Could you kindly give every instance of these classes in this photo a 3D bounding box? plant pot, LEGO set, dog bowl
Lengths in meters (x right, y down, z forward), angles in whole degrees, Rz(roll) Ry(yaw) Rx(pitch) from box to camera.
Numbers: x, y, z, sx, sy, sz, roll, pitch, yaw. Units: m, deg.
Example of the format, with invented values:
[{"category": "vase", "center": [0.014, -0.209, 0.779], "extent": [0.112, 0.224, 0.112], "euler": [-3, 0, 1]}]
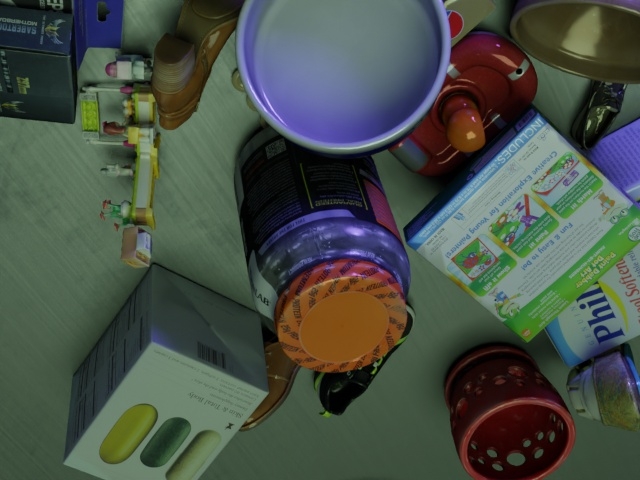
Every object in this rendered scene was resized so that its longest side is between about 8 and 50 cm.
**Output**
[{"category": "plant pot", "center": [0.303, 0.279, 1.725], "extent": [0.191, 0.174, 0.191], "euler": [-3, 123, -5]}, {"category": "LEGO set", "center": [-0.277, -0.110, 1.423], "extent": [0.107, 0.132, 0.287], "euler": [2, 100, -3]}, {"category": "plant pot", "center": [0.375, -0.302, 1.375], "extent": [0.237, 0.237, 0.110], "euler": [20, 78, -19]}, {"category": "dog bowl", "center": [0.029, -0.237, 1.324], "extent": [0.264, 0.104, 0.265], "euler": [0, 87, 4]}]

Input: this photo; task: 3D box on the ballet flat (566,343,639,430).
[{"category": "ballet flat", "center": [0.441, 0.227, 1.638], "extent": [0.123, 0.348, 0.123], "euler": [1, 95, 13]}]

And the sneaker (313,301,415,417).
[{"category": "sneaker", "center": [0.077, 0.197, 1.687], "extent": [0.084, 0.097, 0.235], "euler": [28, 115, -23]}]

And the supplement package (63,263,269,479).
[{"category": "supplement package", "center": [-0.236, 0.222, 1.599], "extent": [0.199, 0.198, 0.263], "euler": [28, 115, -23]}]

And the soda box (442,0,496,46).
[{"category": "soda box", "center": [0.144, -0.282, 1.414], "extent": [0.181, 0.061, 0.058], "euler": [-41, 119, 18]}]

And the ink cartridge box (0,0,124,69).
[{"category": "ink cartridge box", "center": [-0.346, -0.275, 1.290], "extent": [0.208, 0.045, 0.206], "euler": [3, 163, -10]}]

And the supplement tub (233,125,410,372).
[{"category": "supplement tub", "center": [0.000, 0.000, 1.400], "extent": [0.207, 0.338, 0.207], "euler": [-6, 129, -7]}]

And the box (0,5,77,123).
[{"category": "box", "center": [-0.396, -0.217, 1.301], "extent": [0.183, 0.059, 0.233], "euler": [4, 165, -12]}]

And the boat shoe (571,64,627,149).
[{"category": "boat shoe", "center": [0.412, -0.199, 1.510], "extent": [0.056, 0.049, 0.152], "euler": [9, 120, -13]}]

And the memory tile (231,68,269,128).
[{"category": "memory tile", "center": [-0.045, -0.203, 1.467], "extent": [0.113, 0.012, 0.148], "euler": [-31, 122, 12]}]

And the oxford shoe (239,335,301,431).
[{"category": "oxford shoe", "center": [-0.079, 0.202, 1.632], "extent": [0.076, 0.212, 0.076], "euler": [-10, 127, 46]}]

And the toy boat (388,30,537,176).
[{"category": "toy boat", "center": [0.194, -0.173, 1.436], "extent": [0.231, 0.151, 0.151], "euler": [-41, 119, 18]}]

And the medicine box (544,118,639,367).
[{"category": "medicine box", "center": [0.435, 0.006, 1.586], "extent": [0.289, 0.149, 0.263], "euler": [-29, 121, 10]}]

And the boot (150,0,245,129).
[{"category": "boot", "center": [-0.157, -0.246, 1.381], "extent": [0.073, 0.197, 0.152], "euler": [36, 153, 12]}]

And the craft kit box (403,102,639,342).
[{"category": "craft kit box", "center": [0.286, -0.018, 1.438], "extent": [0.246, 0.061, 0.250], "euler": [40, 108, -17]}]
